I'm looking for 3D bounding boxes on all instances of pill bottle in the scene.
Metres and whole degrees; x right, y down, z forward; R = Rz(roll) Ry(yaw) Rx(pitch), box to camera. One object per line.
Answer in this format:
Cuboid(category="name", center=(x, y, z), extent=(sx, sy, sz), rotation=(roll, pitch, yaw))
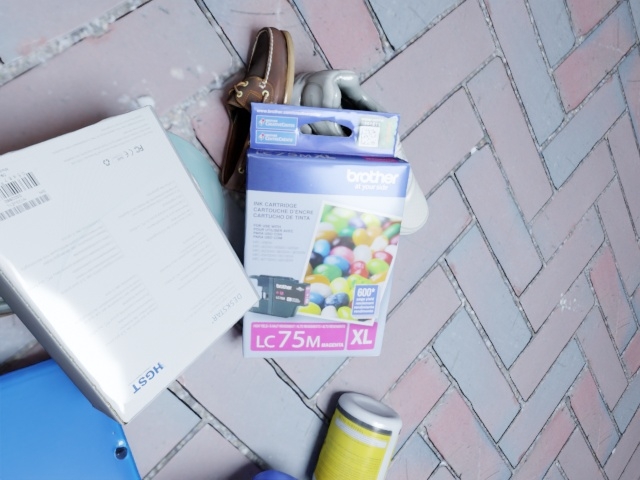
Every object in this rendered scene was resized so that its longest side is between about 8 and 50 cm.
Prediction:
Cuboid(category="pill bottle", center=(0.049, 0.338, 0.606), extent=(0.103, 0.103, 0.184), rotation=(22, 85, -29))

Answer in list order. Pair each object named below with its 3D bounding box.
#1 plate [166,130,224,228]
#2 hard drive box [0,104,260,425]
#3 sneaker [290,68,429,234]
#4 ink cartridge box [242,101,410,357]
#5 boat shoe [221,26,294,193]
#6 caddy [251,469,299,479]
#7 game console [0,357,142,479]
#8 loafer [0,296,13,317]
Cuboid(category="plate", center=(-0.203, -0.039, 0.469), extent=(0.188, 0.024, 0.188), rotation=(-3, 97, -28))
Cuboid(category="hard drive box", center=(-0.191, 0.018, 0.384), extent=(0.181, 0.089, 0.232), rotation=(-42, 115, -42))
Cuboid(category="sneaker", center=(0.072, -0.110, 0.559), extent=(0.292, 0.118, 0.110), rotation=(45, 73, -27))
Cuboid(category="ink cartridge box", center=(0.000, 0.000, 0.492), extent=(0.186, 0.065, 0.311), rotation=(2, 108, -9))
Cuboid(category="boat shoe", center=(-0.079, -0.160, 0.493), extent=(0.073, 0.073, 0.207), rotation=(3, 94, -31))
Cuboid(category="caddy", center=(-0.067, 0.465, 0.468), extent=(0.241, 0.179, 0.341), rotation=(-26, 98, -3))
Cuboid(category="game console", center=(-0.317, 0.295, 0.363), extent=(0.250, 0.173, 0.293), rotation=(-29, 78, 11))
Cuboid(category="loafer", center=(-0.367, 0.038, 0.370), extent=(0.268, 0.084, 0.096), rotation=(-6, 68, -32))
